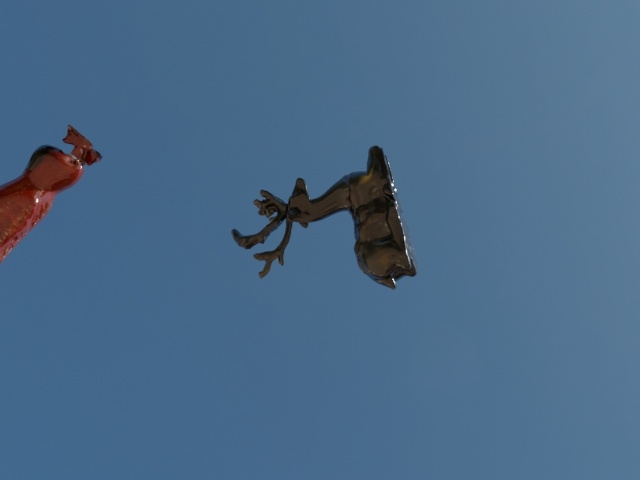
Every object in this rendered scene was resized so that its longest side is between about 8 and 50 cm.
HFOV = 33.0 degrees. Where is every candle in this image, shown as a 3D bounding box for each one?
[{"bbox_3d":[-0.312,0.025,0.926,0.051,0.329,0.048,39,-21,0],"label":"candle"}]

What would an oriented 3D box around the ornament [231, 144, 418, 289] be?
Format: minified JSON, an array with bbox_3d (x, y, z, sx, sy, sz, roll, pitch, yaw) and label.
[{"bbox_3d":[0.000,0.000,1.446,0.236,0.080,0.202,-19,-115,13],"label":"ornament"}]
